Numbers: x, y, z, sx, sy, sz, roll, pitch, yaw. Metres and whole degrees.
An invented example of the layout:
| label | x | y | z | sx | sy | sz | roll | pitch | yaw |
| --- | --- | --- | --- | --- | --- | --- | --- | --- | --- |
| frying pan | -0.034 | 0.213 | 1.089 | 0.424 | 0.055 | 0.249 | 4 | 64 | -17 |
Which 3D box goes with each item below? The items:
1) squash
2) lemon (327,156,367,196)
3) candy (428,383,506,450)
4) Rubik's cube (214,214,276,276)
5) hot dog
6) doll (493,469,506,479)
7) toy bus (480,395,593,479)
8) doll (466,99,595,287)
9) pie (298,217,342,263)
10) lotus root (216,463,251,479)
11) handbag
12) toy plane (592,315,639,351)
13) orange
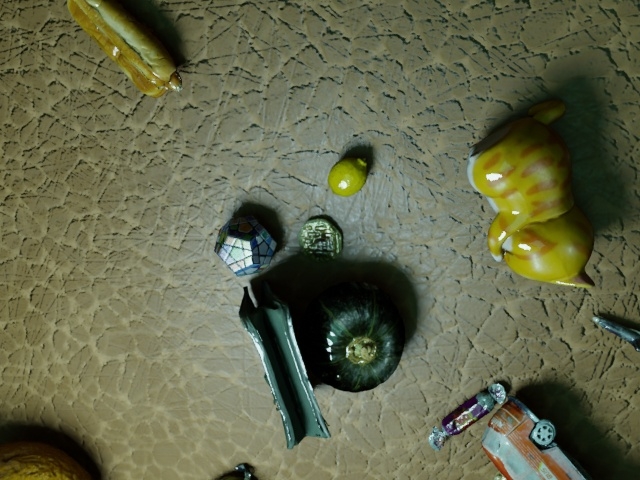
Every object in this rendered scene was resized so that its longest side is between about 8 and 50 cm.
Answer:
| label | x | y | z | sx | sy | sz | roll | pitch | yaw |
| --- | --- | --- | --- | --- | --- | --- | --- | --- | --- |
| squash | 0.056 | 0.165 | 1.310 | 0.193 | 0.156 | 0.193 | 0 | 91 | 1 |
| lemon | 0.047 | -0.108 | 1.270 | 0.062 | 0.062 | 0.083 | 42 | 113 | -2 |
| candy | 0.262 | 0.315 | 1.365 | 0.175 | 0.043 | 0.045 | -41 | 97 | 18 |
| Rubik's cube | -0.133 | 0.010 | 1.337 | 0.093 | 0.111 | 0.111 | 6 | 111 | 42 |
| hot dog | -0.323 | -0.339 | 1.284 | 0.249 | 0.076 | 0.102 | 45 | 149 | -1 |
| doll | 0.340 | 0.451 | 1.383 | 0.061 | 0.051 | 0.093 | -7 | 107 | 9 |
| toy bus | 0.385 | 0.395 | 1.301 | 0.120 | 0.121 | 0.265 | -42 | 95 | -2 |
| doll | 0.321 | -0.059 | 1.167 | 0.162 | 0.166 | 0.269 | -12 | 107 | 20 |
| pie | 0.000 | 0.000 | 1.340 | 0.084 | 0.020 | 0.084 | 4 | 109 | 13 |
| lotus root | -0.215 | 0.562 | 1.521 | 0.241 | 0.124 | 0.123 | -41 | 84 | 22 |
| handbag | -0.071 | 0.203 | 1.303 | 0.079 | 0.260 | 0.247 | -19 | 99 | -7 |
| toy plane | 0.563 | 0.192 | 1.223 | 0.262 | 0.088 | 0.192 | 24 | 113 | 6 |
| orange | -0.603 | 0.585 | 1.530 | 0.322 | 0.322 | 0.357 | 6 | 117 | 12 |
